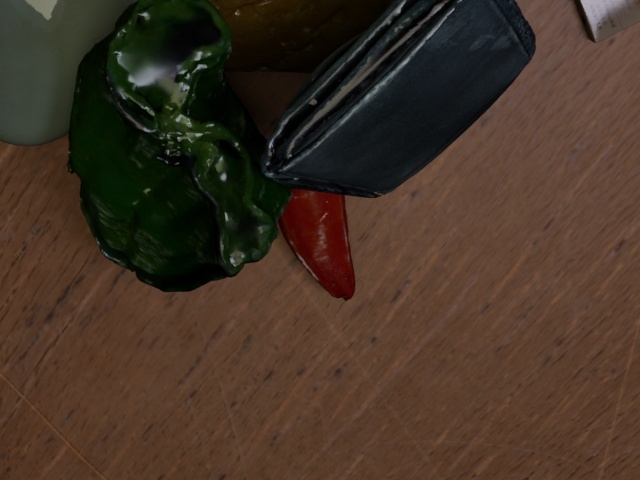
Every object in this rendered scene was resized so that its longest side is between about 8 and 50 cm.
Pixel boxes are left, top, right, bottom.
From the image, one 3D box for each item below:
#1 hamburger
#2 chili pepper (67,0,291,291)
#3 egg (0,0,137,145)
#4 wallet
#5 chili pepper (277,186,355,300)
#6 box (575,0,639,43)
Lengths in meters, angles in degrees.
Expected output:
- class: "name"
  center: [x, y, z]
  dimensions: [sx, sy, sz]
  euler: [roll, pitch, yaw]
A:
- class: "hamburger"
  center: [-0.045, -0.246, 0.798]
  dimensions: [0.211, 0.133, 0.309]
  euler: [-4, 153, -5]
- class: "chili pepper"
  center: [-0.115, -0.071, 0.828]
  dimensions: [0.213, 0.385, 0.167]
  euler: [36, 70, 1]
- class: "egg"
  center: [-0.252, -0.206, 0.836]
  dimensions: [0.182, 0.183, 0.264]
  euler: [22, 119, -12]
- class: "wallet"
  center: [0.080, -0.136, 0.828]
  dimensions: [0.237, 0.342, 0.075]
  euler: [-46, 77, 15]
- class: "chili pepper"
  center: [0.004, -0.002, 1.010]
  dimensions: [0.088, 0.065, 0.169]
  euler: [-10, 119, 18]
- class: "box"
  center: [0.309, -0.246, 0.944]
  dimensions: [0.083, 0.024, 0.053]
  euler: [-26, 112, 5]
